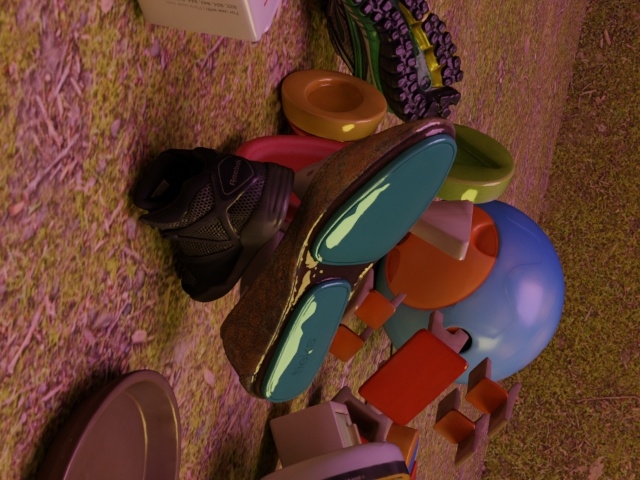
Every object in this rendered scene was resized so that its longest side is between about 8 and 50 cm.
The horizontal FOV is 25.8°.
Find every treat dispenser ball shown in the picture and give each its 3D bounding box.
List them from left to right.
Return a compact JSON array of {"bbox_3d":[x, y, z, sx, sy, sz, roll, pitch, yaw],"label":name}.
[{"bbox_3d":[0.227,0.075,2.137,0.288,0.288,0.288,11,90,-74],"label":"treat dispenser ball"}]

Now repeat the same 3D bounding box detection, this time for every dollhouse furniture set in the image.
[{"bbox_3d":[0.092,0.214,1.873,0.259,0.262,0.135,-49,-174,34],"label":"dollhouse furniture set"}]

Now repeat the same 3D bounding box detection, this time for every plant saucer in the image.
[{"bbox_3d":[-0.199,0.249,1.262,0.278,0.041,0.278,12,90,-74],"label":"plant saucer"}]

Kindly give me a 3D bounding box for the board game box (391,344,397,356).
[{"bbox_3d":[0.170,0.139,2.430,0.211,0.039,0.160,-53,150,-55],"label":"board game box"}]

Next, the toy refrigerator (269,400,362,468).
[{"bbox_3d":[0.027,0.344,1.765,0.102,0.094,0.270,38,34,-73],"label":"toy refrigerator"}]

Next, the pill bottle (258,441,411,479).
[{"bbox_3d":[0.051,0.413,1.592,0.188,0.188,0.334,39,33,-72],"label":"pill bottle"}]

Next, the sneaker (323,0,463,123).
[{"bbox_3d":[0.046,-0.284,1.612,0.134,0.146,0.344,-38,129,-26],"label":"sneaker"}]

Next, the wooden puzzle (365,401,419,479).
[{"bbox_3d":[0.097,0.445,2.315,0.348,0.080,0.322,82,26,-48],"label":"wooden puzzle"}]

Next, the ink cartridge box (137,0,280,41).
[{"bbox_3d":[-0.090,-0.324,1.110,0.273,0.114,0.198,75,31,-56],"label":"ink cartridge box"}]

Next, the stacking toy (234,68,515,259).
[{"bbox_3d":[0.047,-0.042,1.506,0.309,0.279,0.130,-56,163,-55],"label":"stacking toy"}]

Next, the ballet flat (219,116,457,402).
[{"bbox_3d":[0.000,0.000,1.305,0.349,0.123,0.123,-60,175,30],"label":"ballet flat"}]

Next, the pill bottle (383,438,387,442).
[{"bbox_3d":[0.047,0.363,2.076,0.086,0.086,0.152,0,100,-73],"label":"pill bottle"}]

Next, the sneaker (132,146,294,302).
[{"bbox_3d":[-0.117,-0.020,1.307,0.227,0.130,0.087,129,-22,-61],"label":"sneaker"}]
